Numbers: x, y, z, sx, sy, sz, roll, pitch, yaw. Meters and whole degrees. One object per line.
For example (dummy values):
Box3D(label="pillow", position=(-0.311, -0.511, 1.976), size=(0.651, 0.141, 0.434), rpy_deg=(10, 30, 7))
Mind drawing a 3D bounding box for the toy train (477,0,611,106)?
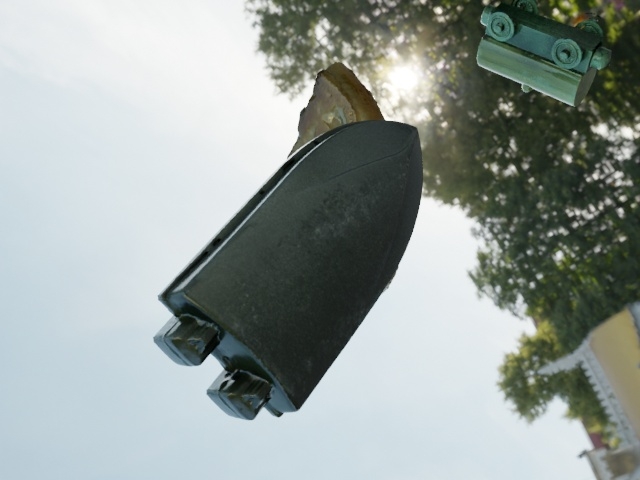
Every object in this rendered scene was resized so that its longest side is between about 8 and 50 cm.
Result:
Box3D(label="toy train", position=(0.489, -0.421, 1.581), size=(0.307, 0.190, 0.126), rpy_deg=(32, -117, 28))

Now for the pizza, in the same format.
Box3D(label="pizza", position=(0.044, -0.097, 1.254), size=(0.114, 0.277, 0.409), rpy_deg=(-15, -86, -38))

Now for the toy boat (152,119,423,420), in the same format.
Box3D(label="toy boat", position=(0.000, 0.000, 0.620), size=(0.141, 0.092, 0.319), rpy_deg=(49, -120, -17))
